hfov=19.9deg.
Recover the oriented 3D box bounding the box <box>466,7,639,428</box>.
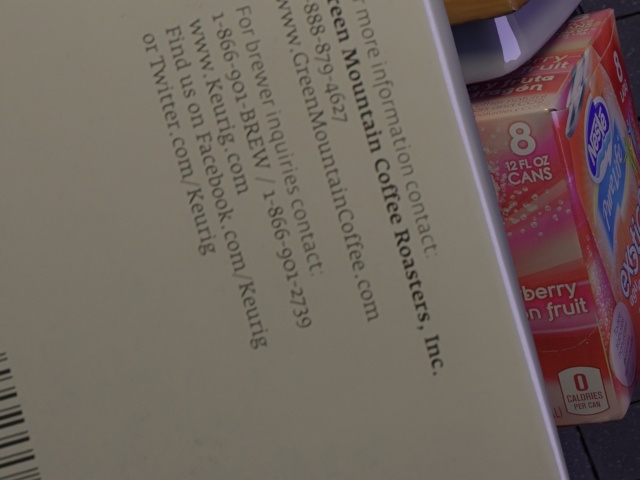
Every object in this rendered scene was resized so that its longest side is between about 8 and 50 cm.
[{"bbox_3d":[0.000,0.000,0.874,0.142,0.300,0.154,-52,129,-58],"label":"box"}]

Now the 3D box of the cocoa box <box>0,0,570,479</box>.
[{"bbox_3d":[-0.072,-0.048,0.627,0.228,0.231,0.347,2,72,-87],"label":"cocoa box"}]

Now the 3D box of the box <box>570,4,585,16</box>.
[{"bbox_3d":[0.017,-0.171,1.441,0.312,0.343,0.179,55,12,-34],"label":"box"}]

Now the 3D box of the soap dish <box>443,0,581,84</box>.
[{"bbox_3d":[-0.019,-0.138,0.864,0.229,0.291,0.118,-46,125,-59],"label":"soap dish"}]
